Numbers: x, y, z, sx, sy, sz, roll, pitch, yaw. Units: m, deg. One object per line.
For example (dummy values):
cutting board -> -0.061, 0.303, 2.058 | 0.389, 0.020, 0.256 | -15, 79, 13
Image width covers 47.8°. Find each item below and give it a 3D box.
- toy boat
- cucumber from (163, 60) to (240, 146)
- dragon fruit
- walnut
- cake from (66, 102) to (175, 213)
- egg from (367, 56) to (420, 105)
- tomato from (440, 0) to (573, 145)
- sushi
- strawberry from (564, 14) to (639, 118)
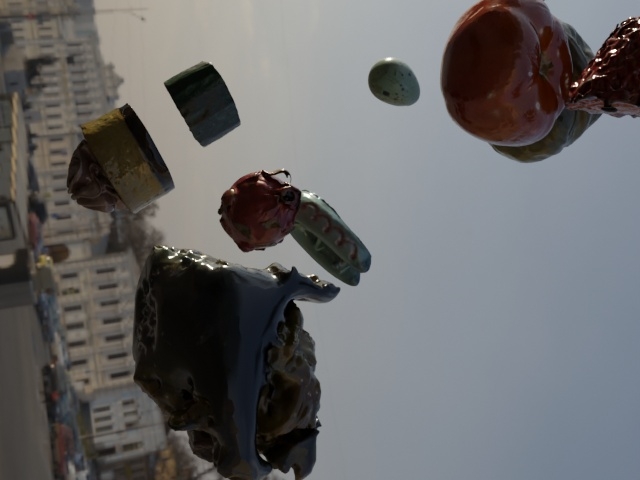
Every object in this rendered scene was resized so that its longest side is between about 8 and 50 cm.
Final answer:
toy boat -> 0.000, 0.000, 1.315 | 0.208, 0.079, 0.134 | 47, -20, 7
cucumber -> -0.299, -0.344, 1.771 | 0.191, 0.130, 0.191 | 57, -12, 19
dragon fruit -> -0.099, -0.052, 1.172 | 0.166, 0.133, 0.136 | -25, -130, 50
walnut -> 0.448, -0.315, 1.509 | 0.253, 0.282, 0.277 | -30, -88, 36
cake -> -0.392, -0.136, 1.346 | 0.185, 0.178, 0.208 | 58, -16, 9
egg -> 0.212, -0.446, 2.065 | 0.131, 0.164, 0.131 | -51, -171, 12
tomato -> 0.296, -0.277, 1.180 | 0.180, 0.259, 0.260 | -3, -84, 38
sushi -> -0.085, 0.117, 0.722 | 0.213, 0.200, 0.204 | 10, -92, 58
strawberry -> 0.525, -0.292, 1.224 | 0.234, 0.233, 0.178 | -159, -106, -71
